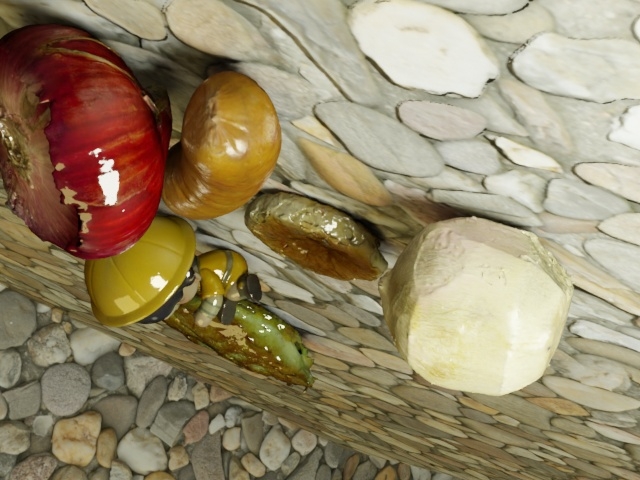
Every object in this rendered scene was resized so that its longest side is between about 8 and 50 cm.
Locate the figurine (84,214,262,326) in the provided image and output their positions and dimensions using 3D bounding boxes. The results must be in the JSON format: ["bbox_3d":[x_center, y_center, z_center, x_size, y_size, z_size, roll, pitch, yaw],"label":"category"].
[{"bbox_3d":[-0.226,0.046,1.538,0.192,0.167,0.257,-11,168,41],"label":"figurine"}]

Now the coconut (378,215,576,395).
[{"bbox_3d":[0.152,0.063,1.055,0.194,0.194,0.194,20,164,6],"label":"coconut"}]

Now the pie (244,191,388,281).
[{"bbox_3d":[0.000,0.000,1.284,0.195,0.046,0.195,19,164,6],"label":"pie"}]

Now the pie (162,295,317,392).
[{"bbox_3d":[-0.168,0.178,2.004,0.355,0.103,0.288,30,163,-14],"label":"pie"}]

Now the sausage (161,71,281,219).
[{"bbox_3d":[-0.097,-0.085,1.021,0.109,0.109,0.270,24,165,-7],"label":"sausage"}]

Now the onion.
[{"bbox_3d":[-0.238,-0.096,1.015,0.161,0.248,0.248,-4,-177,-38],"label":"onion"}]
